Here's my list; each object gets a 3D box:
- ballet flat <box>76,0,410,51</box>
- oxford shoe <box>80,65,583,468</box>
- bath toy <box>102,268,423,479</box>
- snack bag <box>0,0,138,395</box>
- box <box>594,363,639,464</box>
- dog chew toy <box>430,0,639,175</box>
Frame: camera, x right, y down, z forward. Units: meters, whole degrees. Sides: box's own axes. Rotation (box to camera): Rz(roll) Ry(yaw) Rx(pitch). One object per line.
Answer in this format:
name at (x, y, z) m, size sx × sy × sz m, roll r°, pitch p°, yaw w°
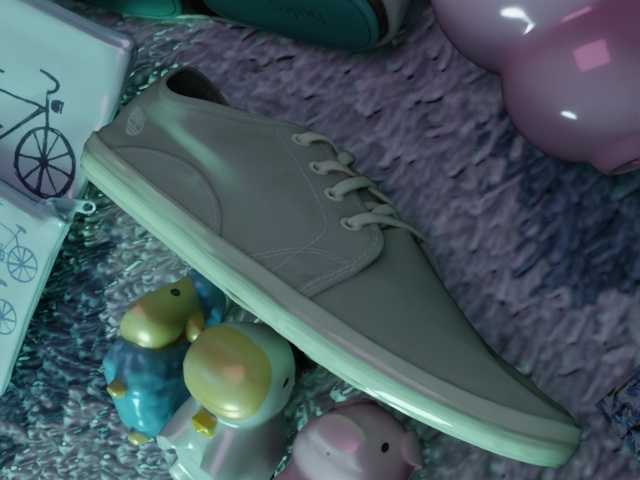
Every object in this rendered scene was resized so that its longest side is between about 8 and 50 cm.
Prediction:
ballet flat at (-0.099, -0.253, 0.862) m, size 0.400 × 0.139 × 0.139 m, roll 16°, pitch 85°, yaw 22°
oxford shoe at (0.000, 0.000, 0.730) m, size 0.449 × 0.169 × 0.130 m, roll 36°, pitch 92°, yaw 31°
bath toy at (0.003, 0.155, 0.716) m, size 0.348 × 0.151 × 0.129 m, roll 34°, pitch 58°, yaw 26°
snack bag at (-0.339, -0.085, 0.905) m, size 0.323 × 0.037 × 0.342 m, roll 29°, pitch 102°, yaw 16°
box at (0.233, 0.109, 0.625) m, size 0.027 × 0.137 × 0.094 m, roll 42°, pitch 100°, yaw -19°
dog chew toy at (0.154, -0.203, 0.691) m, size 0.207 × 0.206 × 0.332 m, roll -22°, pitch 78°, yaw 18°
